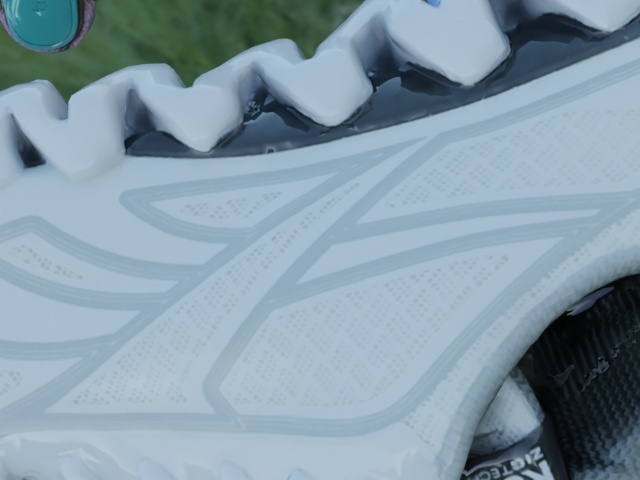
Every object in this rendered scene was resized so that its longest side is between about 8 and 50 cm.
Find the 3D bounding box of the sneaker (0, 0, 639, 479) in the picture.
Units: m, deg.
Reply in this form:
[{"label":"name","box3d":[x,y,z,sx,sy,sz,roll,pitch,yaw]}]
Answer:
[{"label":"sneaker","box3d":[-0.012,0.024,0.388,0.292,0.110,0.118,-23,57,13]}]

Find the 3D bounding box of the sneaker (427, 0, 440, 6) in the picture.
[{"label":"sneaker","box3d":[0.000,0.000,0.547,0.073,0.063,0.162,22,88,15]}]

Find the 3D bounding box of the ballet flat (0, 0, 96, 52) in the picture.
[{"label":"ballet flat","box3d":[-0.160,-0.212,1.050,0.079,0.076,0.222,-85,-8,-53]}]
